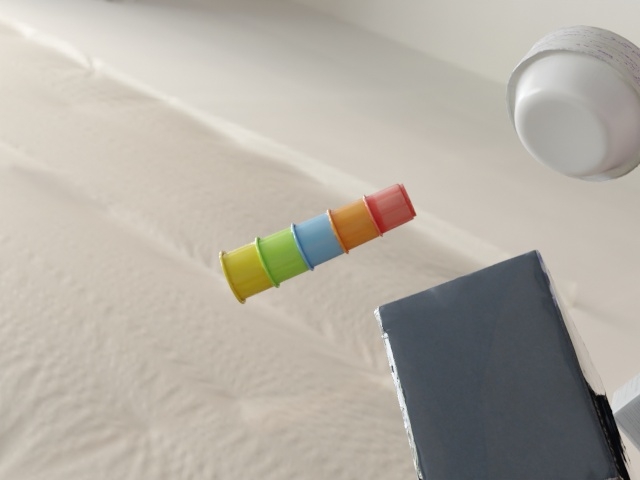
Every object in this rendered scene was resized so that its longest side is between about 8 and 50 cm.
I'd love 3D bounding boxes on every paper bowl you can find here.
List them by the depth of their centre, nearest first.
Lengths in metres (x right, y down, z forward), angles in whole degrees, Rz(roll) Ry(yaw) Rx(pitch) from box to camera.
[{"bbox_3d":[0.465,-0.228,1.978,0.284,0.284,0.148,24,-129,24],"label":"paper bowl"}]

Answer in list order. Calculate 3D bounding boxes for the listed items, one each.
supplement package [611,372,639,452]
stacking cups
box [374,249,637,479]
[{"bbox_3d":[0.580,0.228,1.678,0.134,0.244,0.139,49,-161,5],"label":"supplement package"},{"bbox_3d":[0.000,0.000,1.765,0.316,0.096,0.096,-23,-156,4],"label":"stacking cups"},{"bbox_3d":[0.253,0.249,1.353,0.211,0.395,0.294,-21,-125,14],"label":"box"}]
